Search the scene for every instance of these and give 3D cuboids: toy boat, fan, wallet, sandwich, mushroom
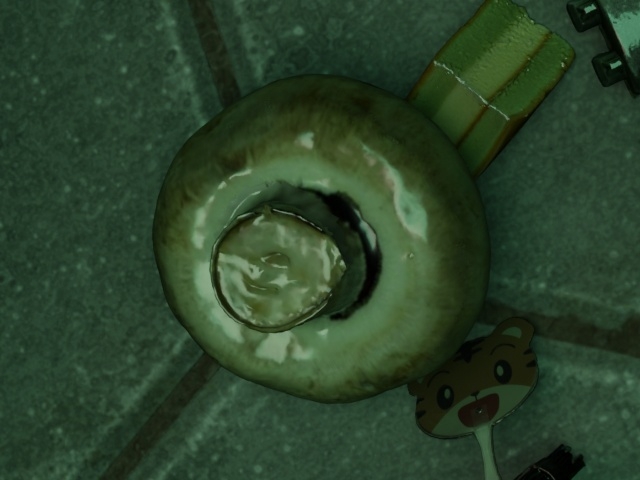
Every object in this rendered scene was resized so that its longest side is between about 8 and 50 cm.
[{"bbox_3d":[0.410,-0.263,1.837,0.319,0.092,0.141,-25,89,6],"label":"toy boat"},{"bbox_3d":[0.166,0.176,1.883,0.152,0.226,0.008,-25,127,14],"label":"fan"},{"bbox_3d":[0.178,0.287,1.821,0.044,0.317,0.169,41,102,11],"label":"wallet"},{"bbox_3d":[0.158,-0.141,1.939,0.117,0.144,0.187,41,138,6],"label":"sandwich"},{"bbox_3d":[0.000,0.000,1.854,0.352,0.260,0.352,3,102,16],"label":"mushroom"}]
